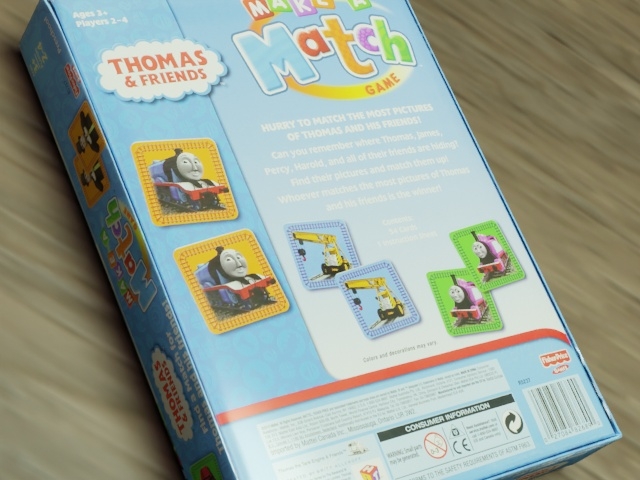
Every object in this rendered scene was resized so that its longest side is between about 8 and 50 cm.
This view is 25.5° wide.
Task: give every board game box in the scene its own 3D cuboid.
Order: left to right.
[{"bbox_3d":[0.000,0.000,0.520,0.160,0.039,0.212,-11,69,-34],"label":"board game box"}]
